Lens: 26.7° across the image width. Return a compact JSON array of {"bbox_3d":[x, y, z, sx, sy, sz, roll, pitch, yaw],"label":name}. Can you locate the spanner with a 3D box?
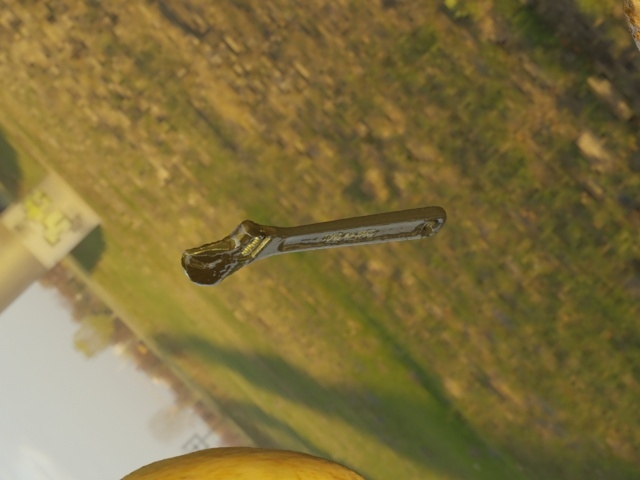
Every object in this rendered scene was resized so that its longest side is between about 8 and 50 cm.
[{"bbox_3d":[0.000,0.000,0.865,0.012,0.208,0.046,55,136,31],"label":"spanner"}]

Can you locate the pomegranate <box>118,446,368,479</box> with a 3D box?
[{"bbox_3d":[-0.058,0.242,0.830,0.260,0.260,0.260,45,172,8],"label":"pomegranate"}]

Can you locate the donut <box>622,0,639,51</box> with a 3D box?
[{"bbox_3d":[0.279,-0.135,0.757,0.226,0.114,0.226,35,160,14],"label":"donut"}]
